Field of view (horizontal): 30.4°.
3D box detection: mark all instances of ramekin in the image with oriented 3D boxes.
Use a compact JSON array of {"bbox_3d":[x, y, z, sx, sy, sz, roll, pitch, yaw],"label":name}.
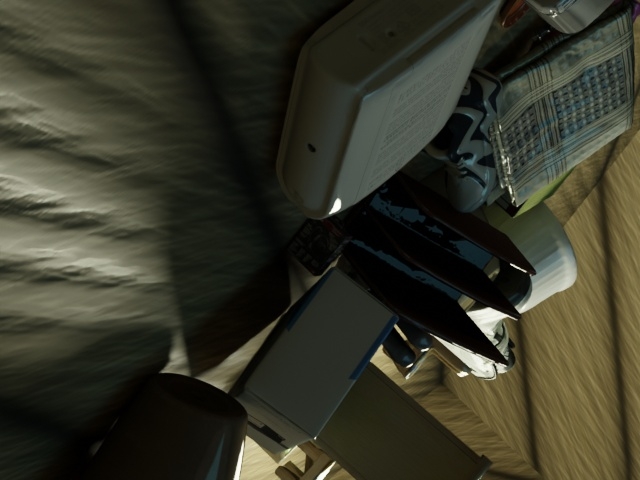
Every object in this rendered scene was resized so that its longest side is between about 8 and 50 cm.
[{"bbox_3d":[0.380,0.017,2.414,0.135,0.277,0.277,-34,162,-17],"label":"ramekin"}]

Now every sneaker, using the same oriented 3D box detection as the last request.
[{"bbox_3d":[0.342,0.150,2.358,0.169,0.257,0.447,-55,-165,-18],"label":"sneaker"},{"bbox_3d":[0.189,-0.130,1.758,0.153,0.094,0.235,-25,138,-36],"label":"sneaker"}]

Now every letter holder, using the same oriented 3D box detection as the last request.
[{"bbox_3d":[0.204,0.050,1.835,0.302,0.214,0.152,27,109,-39],"label":"letter holder"}]

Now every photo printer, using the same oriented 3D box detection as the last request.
[{"bbox_3d":[0.069,-0.167,1.350,0.256,0.107,0.307,-40,165,-24],"label":"photo printer"}]

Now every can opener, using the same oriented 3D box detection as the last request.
[{"bbox_3d":[0.098,0.101,1.878,0.074,0.280,0.093,-47,126,7],"label":"can opener"}]

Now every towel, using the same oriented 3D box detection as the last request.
[{"bbox_3d":[0.387,-0.209,1.944,0.324,0.056,0.312,-31,145,-7],"label":"towel"}]

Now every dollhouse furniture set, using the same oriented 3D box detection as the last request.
[{"bbox_3d":[0.131,0.347,2.016,0.362,0.256,0.394,-48,172,-3],"label":"dollhouse furniture set"}]

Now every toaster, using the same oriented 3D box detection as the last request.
[{"bbox_3d":[0.326,-0.366,1.523,0.227,0.129,0.146,-49,162,17],"label":"toaster"}]

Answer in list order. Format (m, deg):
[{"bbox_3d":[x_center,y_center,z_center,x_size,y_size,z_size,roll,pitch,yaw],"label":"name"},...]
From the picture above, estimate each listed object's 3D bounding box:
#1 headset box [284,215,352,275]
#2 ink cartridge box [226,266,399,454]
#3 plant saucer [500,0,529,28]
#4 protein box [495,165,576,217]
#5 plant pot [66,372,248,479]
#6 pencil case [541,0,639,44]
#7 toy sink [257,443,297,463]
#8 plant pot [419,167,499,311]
[{"bbox_3d":[0.000,0.000,1.683,0.083,0.062,0.032,-51,166,13],"label":"headset box"},{"bbox_3d":[-0.028,0.191,1.783,0.223,0.129,0.307,-54,-178,-19],"label":"ink cartridge box"},{"bbox_3d":[0.286,-0.341,1.691,0.083,0.013,0.083,-43,166,-14],"label":"plant saucer"},{"bbox_3d":[0.410,-0.178,2.227,0.200,0.136,0.201,-25,154,-54],"label":"protein box"},{"bbox_3d":[-0.206,0.317,1.640,0.229,0.263,0.263,-67,162,7],"label":"plant pot"},{"bbox_3d":[0.434,-0.340,1.969,0.209,0.098,0.095,-51,-150,13],"label":"pencil case"},{"bbox_3d":[-0.059,0.294,2.155,0.153,0.131,0.234,-42,164,-21],"label":"toy sink"},{"bbox_3d":[0.209,0.037,2.120,0.284,0.191,0.284,-43,166,-14],"label":"plant pot"}]
